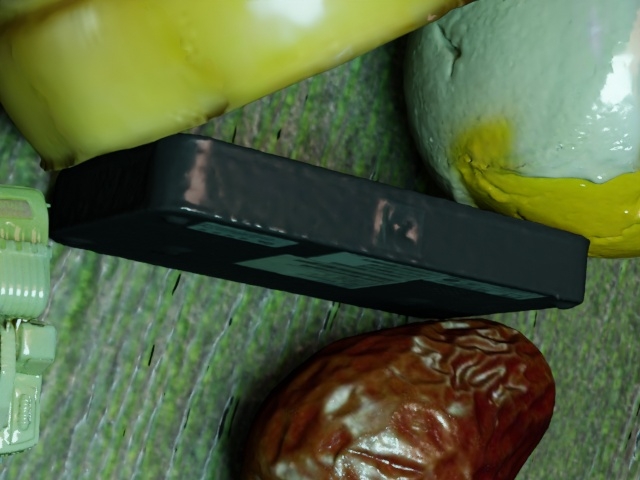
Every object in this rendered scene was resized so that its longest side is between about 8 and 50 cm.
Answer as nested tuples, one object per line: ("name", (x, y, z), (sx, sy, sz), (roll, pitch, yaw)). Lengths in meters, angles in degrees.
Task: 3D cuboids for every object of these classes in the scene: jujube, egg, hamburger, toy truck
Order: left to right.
("toy truck", (-0.222, 0.053, 1.181), (0.085, 0.116, 0.191), (5, 83, -32))
("hamburger", (-0.085, -0.235, 1.150), (0.396, 0.396, 0.277), (-29, 102, -30))
("jujube", (0.062, 0.147, 1.309), (0.255, 0.190, 0.190), (-31, 101, -42))
("egg", (0.163, -0.129, 1.364), (0.201, 0.337, 0.337), (-8, 89, 5))

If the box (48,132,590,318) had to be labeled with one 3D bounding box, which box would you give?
("box", (0.000, 0.000, 1.264), (0.350, 0.211, 0.058), (12, 77, -29))
